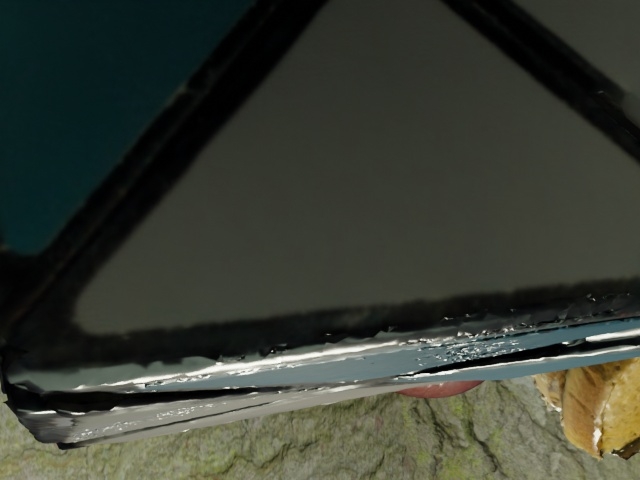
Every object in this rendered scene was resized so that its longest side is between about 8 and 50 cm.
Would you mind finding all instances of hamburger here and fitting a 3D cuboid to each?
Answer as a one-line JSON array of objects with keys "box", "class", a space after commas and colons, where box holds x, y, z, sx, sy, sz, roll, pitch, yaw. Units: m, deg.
[{"box": [0.450, 0.040, 1.507, 0.445, 0.268, 0.287, -32, 132, -5], "class": "hamburger"}]

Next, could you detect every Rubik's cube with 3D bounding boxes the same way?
[{"box": [-0.007, -0.076, 0.514, 0.307, 0.310, 0.305, -4, 172, -16], "class": "Rubik's cube"}]

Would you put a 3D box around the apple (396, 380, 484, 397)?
[{"box": [0.131, 0.063, 1.569, 0.305, 0.306, 0.235, -3, -160, -11], "class": "apple"}]
